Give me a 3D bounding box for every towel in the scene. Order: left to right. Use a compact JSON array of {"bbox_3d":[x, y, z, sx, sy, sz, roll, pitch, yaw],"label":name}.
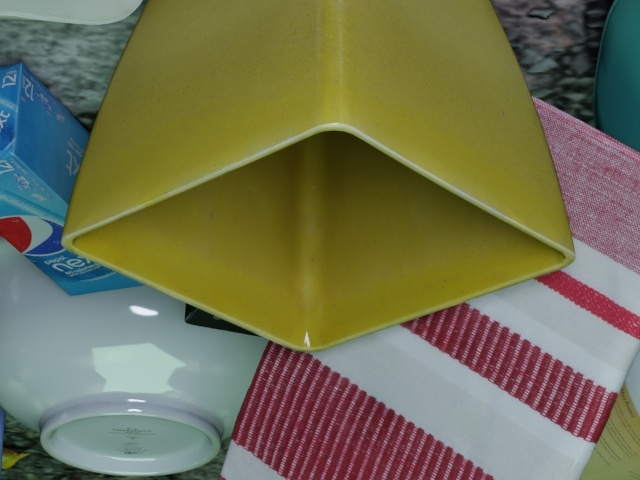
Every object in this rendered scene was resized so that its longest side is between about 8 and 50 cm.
[{"bbox_3d":[0.079,0.067,1.222,0.237,0.329,0.037,32,-164,34],"label":"towel"}]

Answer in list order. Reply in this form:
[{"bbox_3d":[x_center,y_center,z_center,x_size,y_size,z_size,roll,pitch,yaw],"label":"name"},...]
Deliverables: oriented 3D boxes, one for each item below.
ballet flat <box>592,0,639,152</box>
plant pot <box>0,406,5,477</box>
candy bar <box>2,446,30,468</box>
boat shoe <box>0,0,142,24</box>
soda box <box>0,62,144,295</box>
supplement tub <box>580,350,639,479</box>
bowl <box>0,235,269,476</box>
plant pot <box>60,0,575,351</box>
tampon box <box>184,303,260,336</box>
[{"bbox_3d":[0.248,-0.143,1.094,0.139,0.139,0.400,1,153,-1],"label":"ballet flat"},{"bbox_3d":[-0.411,0.206,1.690,0.236,0.236,0.212,11,159,-21],"label":"plant pot"},{"bbox_3d":[-0.356,0.195,1.891,0.161,0.018,0.040,21,144,-34],"label":"candy bar"},{"bbox_3d":[-0.210,-0.158,1.088,0.227,0.079,0.081,5,-173,-28],"label":"boat shoe"},{"bbox_3d":[-0.188,-0.037,1.357,0.067,0.071,0.210,-9,152,19],"label":"soda box"},{"bbox_3d":[0.258,0.122,1.586,0.144,0.144,0.200,20,148,-34],"label":"supplement tub"},{"bbox_3d":[-0.148,0.102,1.570,0.298,0.134,0.298,1,153,0],"label":"bowl"},{"bbox_3d":[0.000,-0.076,1.144,0.212,0.187,0.212,-21,147,37],"label":"plant pot"},{"bbox_3d":[0.000,0.000,1.372,0.161,0.120,0.101,11,153,-21],"label":"tampon box"}]
